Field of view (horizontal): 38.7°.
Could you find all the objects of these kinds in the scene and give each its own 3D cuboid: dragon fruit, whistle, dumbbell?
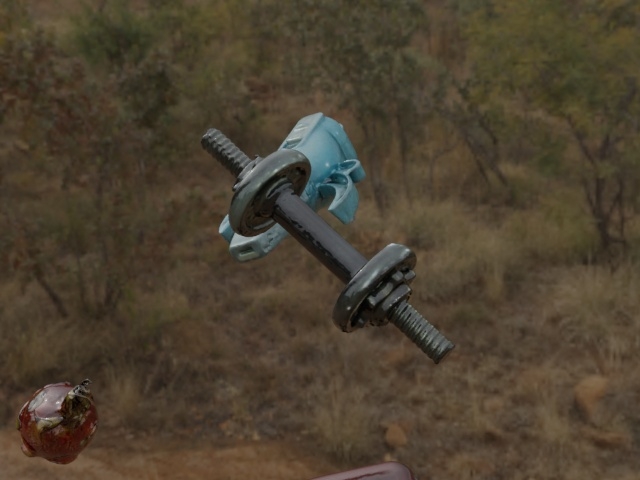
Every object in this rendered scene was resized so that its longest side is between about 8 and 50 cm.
[{"bbox_3d":[-0.401,0.272,1.427,0.125,0.125,0.246,-44,0,-42],"label":"dragon fruit"},{"bbox_3d":[-0.029,-0.067,1.101,0.186,0.093,0.274,-11,31,35],"label":"whistle"},{"bbox_3d":[0.000,0.000,0.681,0.254,0.081,0.082,43,41,19],"label":"dumbbell"}]

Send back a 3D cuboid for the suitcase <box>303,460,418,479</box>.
[{"bbox_3d":[0.048,0.449,1.171,0.236,0.161,0.297,-13,62,-1],"label":"suitcase"}]
